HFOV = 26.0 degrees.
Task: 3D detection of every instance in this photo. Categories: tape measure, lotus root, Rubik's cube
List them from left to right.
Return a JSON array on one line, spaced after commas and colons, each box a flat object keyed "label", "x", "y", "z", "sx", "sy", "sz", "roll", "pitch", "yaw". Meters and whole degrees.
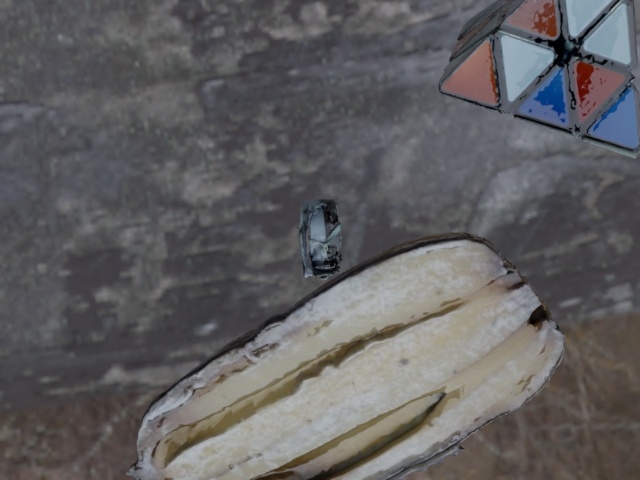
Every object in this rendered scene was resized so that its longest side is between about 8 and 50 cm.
[{"label": "tape measure", "x": 0.000, "y": -0.002, "z": 1.629, "sx": 0.054, "sy": 0.094, "sz": 0.091, "roll": -3, "pitch": 175, "yaw": -4}, {"label": "lotus root", "x": 0.011, "y": 0.100, "z": 0.986, "sx": 0.329, "sy": 0.078, "sz": 0.167, "roll": -28, "pitch": 111, "yaw": 18}, {"label": "Rubik's cube", "x": 0.274, "y": -0.179, "z": 1.592, "sx": 0.284, "sy": 0.234, "sz": 0.250, "roll": -46, "pitch": -170, "yaw": -10}]
